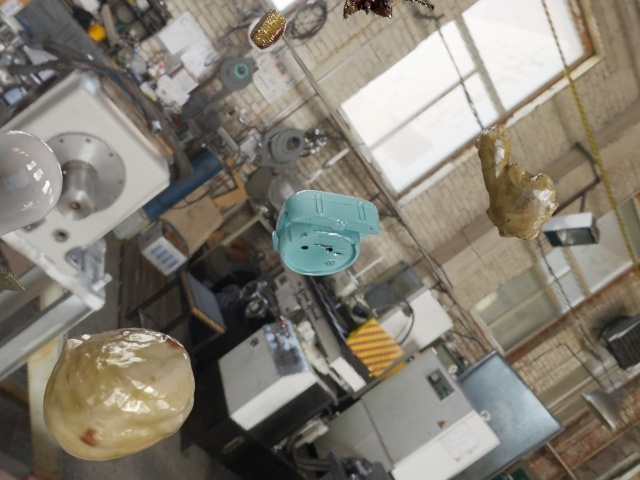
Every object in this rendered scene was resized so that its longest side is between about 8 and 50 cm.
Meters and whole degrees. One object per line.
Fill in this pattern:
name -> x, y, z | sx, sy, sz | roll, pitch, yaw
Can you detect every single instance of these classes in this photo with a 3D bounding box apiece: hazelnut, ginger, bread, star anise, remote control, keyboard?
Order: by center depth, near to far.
ginger -> 0.266, -0.078, 0.789 | 0.096, 0.067, 0.165 | -13, -83, 48
hazelnut -> -0.357, 0.260, 1.028 | 0.241, 0.261, 0.261 | 56, 3, -10
keyboard -> -0.587, 0.069, 1.036 | 0.049, 0.129, 0.015 | 68, 33, -47
star anise -> 0.115, -0.444, 1.059 | 0.190, 0.097, 0.070 | 18, -28, 5
bread -> -0.105, -0.431, 1.199 | 0.053, 0.085, 0.085 | 38, 9, -24
remote control -> -0.760, -0.124, 1.351 | 0.103, 0.332, 0.221 | -62, 131, -85

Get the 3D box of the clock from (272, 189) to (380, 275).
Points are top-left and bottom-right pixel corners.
clock -> 0.000, 0.000, 1.383 | 0.274, 0.223, 0.094 | 120, -28, -49
